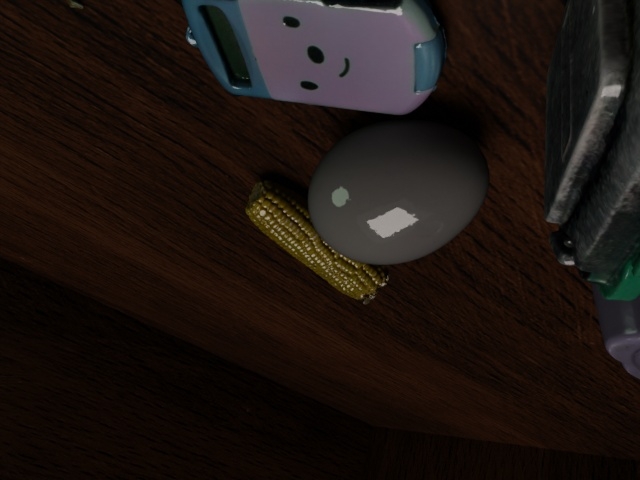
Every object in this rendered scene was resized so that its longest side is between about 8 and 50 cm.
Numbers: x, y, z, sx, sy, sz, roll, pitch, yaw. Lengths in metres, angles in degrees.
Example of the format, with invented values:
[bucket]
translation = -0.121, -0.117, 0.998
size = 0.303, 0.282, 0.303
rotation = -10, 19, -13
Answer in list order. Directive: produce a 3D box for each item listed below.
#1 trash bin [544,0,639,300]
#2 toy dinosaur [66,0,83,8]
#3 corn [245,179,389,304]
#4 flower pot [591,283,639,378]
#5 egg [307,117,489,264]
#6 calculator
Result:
[trash bin]
translation = 0.354, -0.109, 0.328
size = 0.381, 0.259, 0.295
rotation = 5, 153, 13
[toy dinosaur]
translation = -0.272, -0.303, 0.586
size = 0.058, 0.037, 0.180
rotation = 14, 156, -1
[corn]
translation = 0.000, 0.000, 0.959
size = 0.305, 0.106, 0.106
rotation = 39, 149, -29
[flower pot]
translation = 0.393, 0.018, 0.555
size = 0.265, 0.243, 0.265
rotation = 18, 157, 8
[egg]
translation = 0.092, -0.061, 0.673
size = 0.232, 0.176, 0.176
rotation = -21, 135, 40
[calculator]
translation = -0.015, -0.210, 0.585
size = 0.293, 0.051, 0.173
rotation = 11, 156, 16
